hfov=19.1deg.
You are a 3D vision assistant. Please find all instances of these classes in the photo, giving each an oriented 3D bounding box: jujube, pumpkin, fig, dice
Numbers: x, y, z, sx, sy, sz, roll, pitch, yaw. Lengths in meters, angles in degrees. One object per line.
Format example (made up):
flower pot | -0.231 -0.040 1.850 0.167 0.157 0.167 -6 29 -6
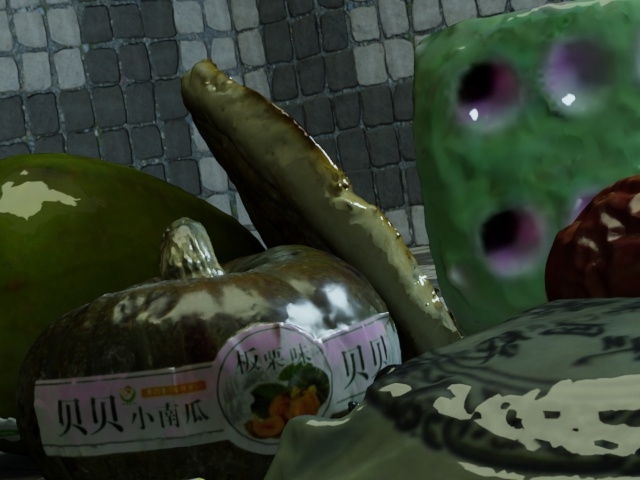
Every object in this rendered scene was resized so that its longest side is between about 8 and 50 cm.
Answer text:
jujube | 0.283 0.032 1.399 0.250 0.174 0.174 9 14 44
pumpkin | -0.075 0.077 1.282 0.260 0.189 0.260 -8 1 0
fig | -0.190 0.048 1.608 0.326 0.258 0.258 -7 1 -27
dice | 0.269 -0.065 1.776 0.322 0.318 0.330 -9 2 12

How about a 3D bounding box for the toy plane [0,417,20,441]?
toy plane | -0.301 0.133 1.386 0.251 0.101 0.255 -4 -12 8

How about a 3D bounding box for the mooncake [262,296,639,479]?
mooncake | 0.126 0.095 0.804 0.250 0.136 0.254 -3 6 29

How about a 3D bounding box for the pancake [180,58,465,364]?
pancake | 0.002 -0.001 1.482 0.065 0.356 0.356 -40 9 -9

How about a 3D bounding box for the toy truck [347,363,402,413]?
toy truck | 0.099 0.109 1.093 0.202 0.088 0.074 -6 -2 -28

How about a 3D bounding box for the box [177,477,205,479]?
box | -0.188 0.164 0.776 0.265 0.097 0.168 -8 3 34
